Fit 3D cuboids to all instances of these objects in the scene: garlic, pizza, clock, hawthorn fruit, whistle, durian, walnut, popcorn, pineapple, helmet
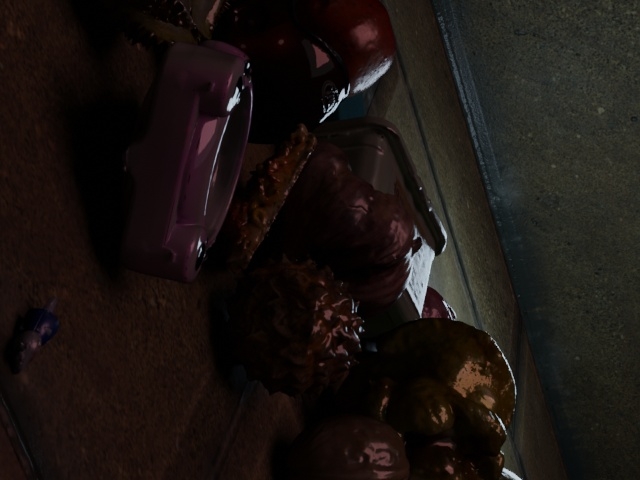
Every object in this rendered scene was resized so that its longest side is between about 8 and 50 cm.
[{"bbox_3d":[0.000,0.000,1.743,0.160,0.245,0.245,-39,122,-32],"label":"garlic"},{"bbox_3d":[-0.074,-0.035,1.578,0.053,0.201,0.193,30,20,-4],"label":"pizza"},{"bbox_3d":[-0.126,-0.086,1.409,0.248,0.090,0.227,-57,161,-79],"label":"clock"},{"bbox_3d":[0.010,-0.282,2.061,0.200,0.179,0.179,-40,117,-55],"label":"hawthorn fruit"},{"bbox_3d":[-0.230,0.075,1.152,0.083,0.029,0.033,-70,-179,-55],"label":"whistle"},{"bbox_3d":[-0.165,-0.303,1.466,0.237,0.138,0.193,-60,137,-49],"label":"durian"},{"bbox_3d":[0.031,0.278,1.706,0.140,0.162,0.140,-179,-90,-72],"label":"walnut"},{"bbox_3d":[0.146,0.229,1.887,0.226,0.276,0.276,27,33,-12],"label":"popcorn"},{"bbox_3d":[-0.024,0.102,1.630,0.193,0.166,0.166,46,34,-66],"label":"pineapple"},{"bbox_3d":[-0.069,-0.210,1.641,0.193,0.216,0.189,-52,157,-19],"label":"helmet"}]

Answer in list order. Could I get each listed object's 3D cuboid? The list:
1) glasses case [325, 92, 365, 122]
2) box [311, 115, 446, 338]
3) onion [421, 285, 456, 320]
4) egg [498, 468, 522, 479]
[{"bbox_3d":[0.024,-0.173,2.213,0.117,0.070,0.301,40,41,-56],"label":"glasses case"},{"bbox_3d":[0.056,-0.004,2.013,0.312,0.175,0.182,60,32,-48],"label":"box"},{"bbox_3d":[0.156,0.208,2.189,0.227,0.120,0.283,68,25,-85],"label":"onion"},{"bbox_3d":[0.204,0.452,2.017,0.238,0.238,0.289,60,42,-47],"label":"egg"}]
